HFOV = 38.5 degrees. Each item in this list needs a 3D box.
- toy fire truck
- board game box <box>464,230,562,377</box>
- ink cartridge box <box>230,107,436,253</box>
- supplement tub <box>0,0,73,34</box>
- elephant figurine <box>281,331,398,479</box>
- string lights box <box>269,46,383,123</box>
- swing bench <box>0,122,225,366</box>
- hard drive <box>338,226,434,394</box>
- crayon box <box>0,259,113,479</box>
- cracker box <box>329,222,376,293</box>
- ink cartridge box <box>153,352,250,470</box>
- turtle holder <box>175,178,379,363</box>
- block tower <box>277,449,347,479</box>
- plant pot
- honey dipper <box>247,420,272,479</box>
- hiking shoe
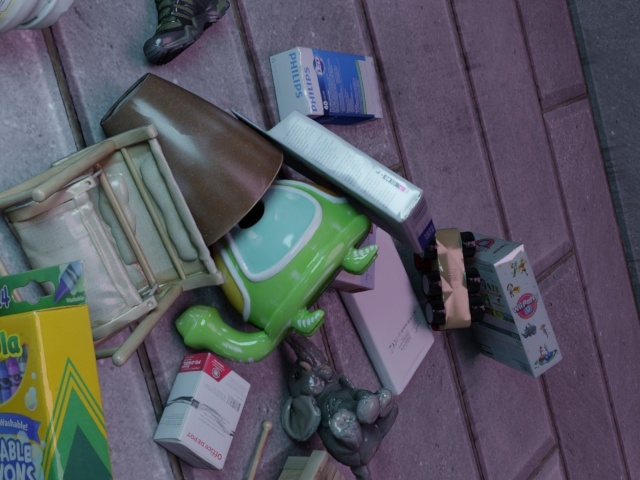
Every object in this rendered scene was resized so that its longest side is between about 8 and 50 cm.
[{"bbox_3d":[0.279,0.095,2.058,0.159,0.246,0.216,-5,82,-12],"label":"toy fire truck"},{"bbox_3d":[0.418,0.144,2.129,0.098,0.224,0.303,-31,110,-18],"label":"board game box"},{"bbox_3d":[0.036,-0.113,1.533,0.071,0.330,0.324,-54,166,-1],"label":"ink cartridge box"},{"bbox_3d":[-0.462,-0.364,1.063,0.325,0.236,0.235,-6,87,-54],"label":"supplement tub"},{"bbox_3d":[0.007,0.282,1.634,0.186,0.239,0.169,-58,148,-10],"label":"elephant figurine"},{"bbox_3d":[0.018,-0.303,1.826,0.260,0.077,0.133,-7,87,-54],"label":"string lights box"},{"bbox_3d":[-0.299,0.010,1.257,0.255,0.165,0.253,-43,116,-52],"label":"swing bench"},{"bbox_3d":[0.135,0.138,1.911,0.203,0.040,0.307,-48,119,-47],"label":"hard drive"},{"bbox_3d":[-0.357,0.197,1.099,0.083,0.203,0.322,-5,85,-53],"label":"crayon box"},{"bbox_3d":[0.000,0.000,1.707,0.232,0.067,0.155,17,68,-37],"label":"cracker box"},{"bbox_3d":[-0.184,0.268,1.432,0.109,0.063,0.150,47,48,-37],"label":"ink cartridge box"},{"bbox_3d":[-0.071,0.046,1.491,0.227,0.320,0.243,39,18,5],"label":"turtle holder"},{"bbox_3d":[0.036,0.515,1.647,0.335,0.097,0.091,58,41,-29],"label":"block tower"},{"bbox_3d":[-0.212,-0.137,1.395,0.230,0.215,0.215,44,48,-21],"label":"plant pot"},{"bbox_3d":[-0.109,0.375,1.540,0.030,0.031,0.160,50,42,-34],"label":"honey dipper"},{"bbox_3d":[-0.243,-0.372,1.505,0.114,0.086,0.227,50,39,-16],"label":"hiking shoe"}]
